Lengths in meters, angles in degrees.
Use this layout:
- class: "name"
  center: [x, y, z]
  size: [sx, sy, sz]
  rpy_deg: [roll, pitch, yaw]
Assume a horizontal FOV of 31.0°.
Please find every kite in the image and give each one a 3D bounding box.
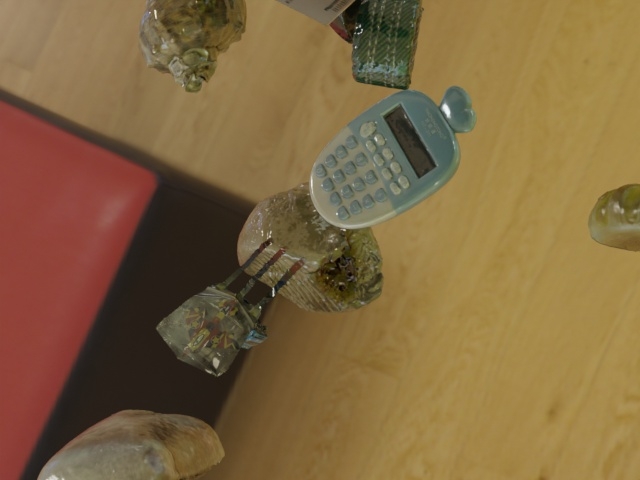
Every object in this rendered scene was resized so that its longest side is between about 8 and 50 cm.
- class: "kite"
  center: [-0.129, 0.093, 1.747]
  size: [0.141, 0.015, 0.245]
  rpy_deg: [35, 68, 24]

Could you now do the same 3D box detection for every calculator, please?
- class: "calculator"
  center: [0.116, -0.135, 1.836]
  size: [0.303, 0.042, 0.188]
  rpy_deg: [-32, 62, 11]

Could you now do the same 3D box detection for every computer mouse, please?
- class: "computer mouse"
  center: [0.042, -0.421, 1.863]
  size: [0.087, 0.168, 0.295]
  rpy_deg: [-12, 27, 14]

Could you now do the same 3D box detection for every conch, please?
- class: "conch"
  center: [-0.204, -0.393, 1.965]
  size: [0.159, 0.210, 0.291]
  rpy_deg: [2, 89, 44]

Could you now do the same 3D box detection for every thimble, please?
- class: "thimble"
  center: [0.096, -0.288, 1.658]
  size: [0.090, 0.118, 0.135]
  rpy_deg: [10, 94, 6]

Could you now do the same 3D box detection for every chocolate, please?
- class: "chocolate"
  center: [-0.235, 0.266, 1.437]
  size: [0.185, 0.303, 0.100]
  rpy_deg: [-10, 88, 10]

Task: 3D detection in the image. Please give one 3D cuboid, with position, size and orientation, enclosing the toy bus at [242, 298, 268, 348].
- class: "toy bus"
  center: [-0.122, 0.132, 1.864]
  size: [0.046, 0.038, 0.083]
  rpy_deg: [-42, 57, 15]

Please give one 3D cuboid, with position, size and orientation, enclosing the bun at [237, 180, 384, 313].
- class: "bun"
  center: [-0.011, 0.001, 2.080]
  size: [0.282, 0.281, 0.204]
  rpy_deg: [6, 58, 36]

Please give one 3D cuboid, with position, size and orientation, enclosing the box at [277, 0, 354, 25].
- class: "box"
  center: [-0.034, -0.387, 1.503]
  size: [0.069, 0.214, 0.353]
  rpy_deg: [-68, 12, -9]

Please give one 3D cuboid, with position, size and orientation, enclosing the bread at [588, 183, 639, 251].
- class: "bread"
  center: [0.396, -0.027, 1.372]
  size: [0.157, 0.094, 0.082]
  rpy_deg: [7, 81, 28]
